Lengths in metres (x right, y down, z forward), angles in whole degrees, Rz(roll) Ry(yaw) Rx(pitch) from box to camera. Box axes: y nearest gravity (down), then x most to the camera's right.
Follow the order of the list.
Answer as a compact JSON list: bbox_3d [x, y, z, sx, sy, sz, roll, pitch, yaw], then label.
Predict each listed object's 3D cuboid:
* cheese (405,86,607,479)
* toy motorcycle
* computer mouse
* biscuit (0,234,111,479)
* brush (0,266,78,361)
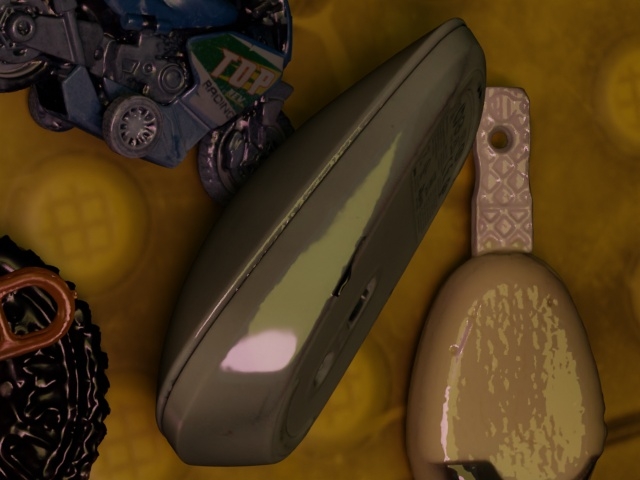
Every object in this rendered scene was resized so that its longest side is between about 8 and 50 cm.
[{"bbox_3d":[0.112,0.032,1.185,0.127,0.054,0.252,0,89,-22],"label":"cheese"},{"bbox_3d":[-0.095,-0.112,1.075,0.254,0.092,0.136,25,86,-37],"label":"toy motorcycle"},{"bbox_3d":[-0.006,-0.002,1.093,0.097,0.159,0.288,26,76,14],"label":"computer mouse"},{"bbox_3d":[-0.204,0.085,1.056,0.194,0.053,0.195,0,91,-21],"label":"biscuit"},{"bbox_3d":[-0.273,0.080,0.996,0.314,0.017,0.090,-19,95,-3],"label":"brush"}]
